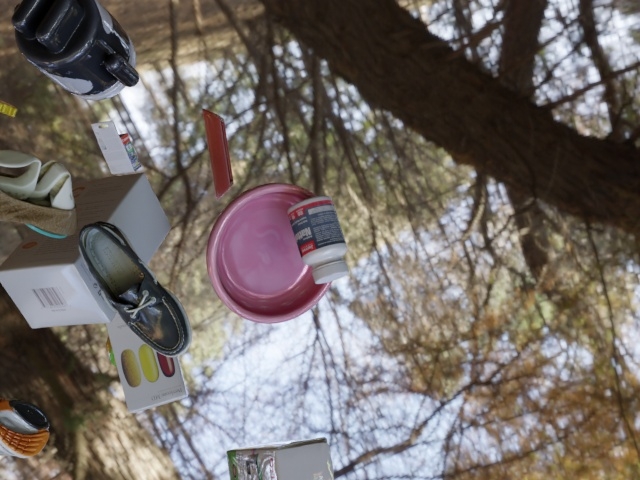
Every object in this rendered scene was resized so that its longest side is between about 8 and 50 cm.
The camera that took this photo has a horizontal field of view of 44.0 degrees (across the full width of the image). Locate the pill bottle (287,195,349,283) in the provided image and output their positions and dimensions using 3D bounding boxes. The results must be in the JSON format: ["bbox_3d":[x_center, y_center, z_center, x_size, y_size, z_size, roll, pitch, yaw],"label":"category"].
[{"bbox_3d":[0.000,0.000,1.780,0.107,0.180,0.108,-17,168,-4],"label":"pill bottle"}]

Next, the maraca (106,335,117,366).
[{"bbox_3d":[-0.473,0.259,2.000,0.099,0.127,0.185,25,-176,17],"label":"maraca"}]

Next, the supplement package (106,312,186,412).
[{"bbox_3d":[-0.403,0.262,1.831,0.139,0.244,0.134,-16,171,-11],"label":"supplement package"}]

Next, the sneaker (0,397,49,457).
[{"bbox_3d":[-0.536,0.246,1.166,0.121,0.262,0.099,-22,-147,31],"label":"sneaker"}]

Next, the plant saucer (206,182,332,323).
[{"bbox_3d":[-0.114,0.026,1.855,0.332,0.332,0.084,-32,-158,-17],"label":"plant saucer"}]

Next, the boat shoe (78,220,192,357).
[{"bbox_3d":[-0.358,0.096,1.499,0.114,0.302,0.091,-41,175,0],"label":"boat shoe"}]

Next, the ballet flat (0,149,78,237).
[{"bbox_3d":[-0.491,-0.085,1.310,0.116,0.342,0.124,42,-82,22],"label":"ballet flat"}]

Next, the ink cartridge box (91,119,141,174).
[{"bbox_3d":[-0.417,-0.193,1.615,0.062,0.115,0.029,-3,-151,28],"label":"ink cartridge box"}]

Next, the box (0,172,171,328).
[{"bbox_3d":[-0.521,0.018,1.787,0.214,0.168,0.345,-6,-144,23],"label":"box"}]

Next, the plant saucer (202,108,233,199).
[{"bbox_3d":[-0.296,-0.257,2.326,0.047,0.259,0.259,-8,-172,-2],"label":"plant saucer"}]

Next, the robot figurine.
[{"bbox_3d":[-0.462,-0.371,1.495,0.173,0.209,0.278,-22,166,5],"label":"robot figurine"}]

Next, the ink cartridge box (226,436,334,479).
[{"bbox_3d":[-0.080,0.510,1.593,0.117,0.202,0.278,-3,167,-28],"label":"ink cartridge box"}]

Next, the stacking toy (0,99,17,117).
[{"bbox_3d":[-0.649,-0.193,1.365,0.052,0.221,0.167,30,-85,31],"label":"stacking toy"}]
